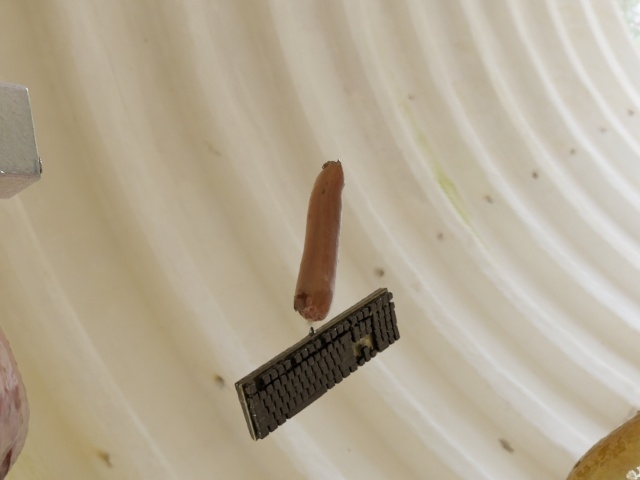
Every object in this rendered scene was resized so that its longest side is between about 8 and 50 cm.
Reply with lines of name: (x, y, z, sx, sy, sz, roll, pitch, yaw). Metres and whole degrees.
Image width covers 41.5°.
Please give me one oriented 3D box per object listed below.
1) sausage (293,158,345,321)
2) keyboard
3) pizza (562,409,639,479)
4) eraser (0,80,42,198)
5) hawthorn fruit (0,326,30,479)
sausage: (0.001, 0.000, 0.874, 0.047, 0.040, 0.176, 76, -161, -60)
keyboard: (0.008, 0.171, 1.234, 0.317, 0.027, 0.106, -30, -66, -39)
pizza: (0.191, 0.130, 0.380, 0.182, 0.161, 0.062, -30, 24, 25)
eraser: (-0.436, -0.114, 0.864, 0.086, 0.130, 0.287, -21, -13, 33)
hawthorn fruit: (-0.354, 0.093, 0.575, 0.254, 0.300, 0.254, -40, -1, -1)
